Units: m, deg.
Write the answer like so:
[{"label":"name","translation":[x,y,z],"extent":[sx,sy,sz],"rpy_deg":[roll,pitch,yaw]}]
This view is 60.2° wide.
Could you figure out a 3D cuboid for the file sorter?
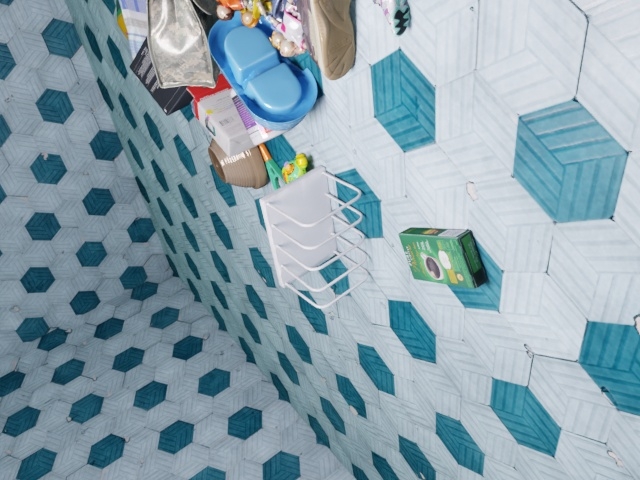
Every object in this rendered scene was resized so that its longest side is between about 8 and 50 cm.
[{"label":"file sorter","translation":[0.000,0.000,1.356],"extent":[0.173,0.193,0.278],"rpy_deg":[33,144,40]}]

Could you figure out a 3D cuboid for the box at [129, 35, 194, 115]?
[{"label":"box","translation":[-0.420,-0.513,1.596],"extent":[0.261,0.103,0.184],"rpy_deg":[-29,98,49]}]

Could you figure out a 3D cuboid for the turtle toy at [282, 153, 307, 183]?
[{"label":"turtle toy","translation":[-0.064,-0.172,1.418],"extent":[0.130,0.066,0.095],"rpy_deg":[-112,11,-71]}]

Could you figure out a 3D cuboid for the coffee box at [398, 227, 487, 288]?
[{"label":"coffee box","translation":[0.239,0.031,1.102],"extent":[0.184,0.040,0.113],"rpy_deg":[3,119,62]}]

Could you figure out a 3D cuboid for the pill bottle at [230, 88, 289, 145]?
[{"label":"pill bottle","translation":[-0.159,-0.345,1.377],"extent":[0.108,0.108,0.193],"rpy_deg":[-2,115,63]}]

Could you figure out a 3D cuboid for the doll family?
[{"label":"doll family","translation":[-0.104,-0.485,1.147],"extent":[0.263,0.118,0.163],"rpy_deg":[34,143,13]}]

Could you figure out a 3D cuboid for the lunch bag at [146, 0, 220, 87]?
[{"label":"lunch bag","translation":[-0.315,-0.544,1.290],"extent":[0.287,0.169,0.235],"rpy_deg":[88,-178,-48]}]

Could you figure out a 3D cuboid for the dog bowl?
[{"label":"dog bowl","translation":[-0.130,-0.374,1.238],"extent":[0.297,0.166,0.074],"rpy_deg":[56,167,10]}]

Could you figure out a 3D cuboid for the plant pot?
[{"label":"plant pot","translation":[-0.264,-0.249,1.659],"extent":[0.237,0.109,0.237],"rpy_deg":[52,159,29]}]

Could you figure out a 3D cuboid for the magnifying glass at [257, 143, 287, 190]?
[{"label":"magnifying glass","translation":[-0.139,-0.209,1.593],"extent":[0.231,0.026,0.092],"rpy_deg":[63,156,-5]}]

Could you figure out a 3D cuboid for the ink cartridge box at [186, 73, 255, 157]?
[{"label":"ink cartridge box","translation":[-0.258,-0.352,1.532],"extent":[0.231,0.134,0.078],"rpy_deg":[50,155,23]}]

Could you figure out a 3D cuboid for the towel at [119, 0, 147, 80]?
[{"label":"towel","translation":[-0.523,-0.615,1.704],"extent":[0.209,0.034,0.285],"rpy_deg":[22,133,26]}]

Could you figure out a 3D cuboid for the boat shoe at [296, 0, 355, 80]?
[{"label":"boat shoe","translation":[0.002,-0.427,0.986],"extent":[0.092,0.103,0.285],"rpy_deg":[37,153,33]}]

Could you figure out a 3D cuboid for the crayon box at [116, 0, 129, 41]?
[{"label":"crayon box","translation":[-0.581,-0.688,1.849],"extent":[0.278,0.081,0.165],"rpy_deg":[56,155,7]}]

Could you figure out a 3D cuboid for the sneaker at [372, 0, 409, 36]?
[{"label":"sneaker","translation":[0.109,-0.385,0.903],"extent":[0.069,0.038,0.098],"rpy_deg":[27,130,53]}]

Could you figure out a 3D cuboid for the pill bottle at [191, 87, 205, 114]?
[{"label":"pill bottle","translation":[-0.341,-0.422,1.684],"extent":[0.078,0.078,0.137],"rpy_deg":[64,156,-7]}]
